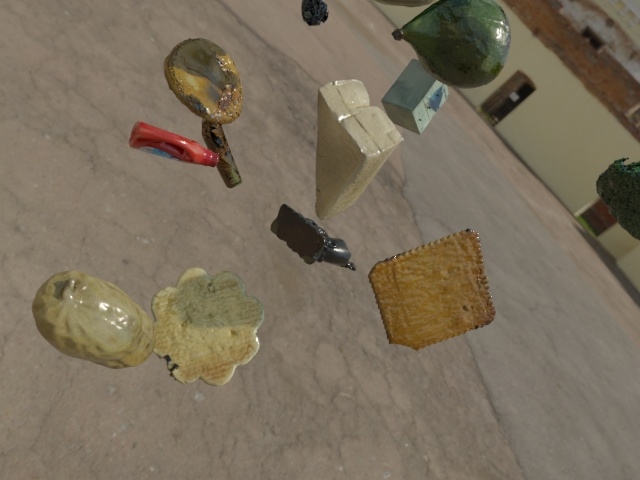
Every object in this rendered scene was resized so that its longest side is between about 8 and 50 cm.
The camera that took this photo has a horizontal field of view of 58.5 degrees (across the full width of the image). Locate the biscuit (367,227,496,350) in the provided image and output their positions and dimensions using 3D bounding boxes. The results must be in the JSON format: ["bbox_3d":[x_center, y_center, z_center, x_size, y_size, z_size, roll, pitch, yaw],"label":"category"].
[{"bbox_3d":[0.229,0.109,1.153,0.013,0.237,0.232,-117,-172,-66],"label":"biscuit"}]

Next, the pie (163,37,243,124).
[{"bbox_3d":[-0.307,-0.426,1.547,0.273,0.069,0.273,24,55,-39],"label":"pie"}]

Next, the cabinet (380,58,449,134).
[{"bbox_3d":[0.359,-0.534,2.126,0.150,0.206,0.145,32,-8,31],"label":"cabinet"}]

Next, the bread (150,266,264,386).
[{"bbox_3d":[-0.302,0.223,1.498,0.316,0.316,0.054,47,-12,-1],"label":"bread"}]

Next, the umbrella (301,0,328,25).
[{"bbox_3d":[-0.013,-0.624,1.544,0.072,0.080,0.224,5,25,-2],"label":"umbrella"}]

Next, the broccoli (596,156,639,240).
[{"bbox_3d":[0.798,-0.139,1.326,0.298,0.297,0.297,17,13,-4],"label":"broccoli"}]

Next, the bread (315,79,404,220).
[{"bbox_3d":[0.024,-0.112,0.724,0.077,0.152,0.105,-25,73,-38],"label":"bread"}]

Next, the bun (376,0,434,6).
[{"bbox_3d":[0.201,-0.742,1.345,0.365,0.365,0.219,43,23,-11],"label":"bun"}]

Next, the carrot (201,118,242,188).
[{"bbox_3d":[-0.288,-0.253,1.670,0.069,0.069,0.228,-93,167,-56],"label":"carrot"}]

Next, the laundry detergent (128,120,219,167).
[{"bbox_3d":[-0.267,-0.175,1.068,0.165,0.049,0.097,15,-6,-28],"label":"laundry detergent"}]

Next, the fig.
[{"bbox_3d":[0.272,-0.436,1.221,0.235,0.203,0.203,3,46,-34],"label":"fig"}]

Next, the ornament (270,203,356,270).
[{"bbox_3d":[0.000,0.000,1.813,0.251,0.106,0.260,42,16,32],"label":"ornament"}]

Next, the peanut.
[{"bbox_3d":[-0.396,0.163,1.053,0.159,0.143,0.291,42,-12,26],"label":"peanut"}]
